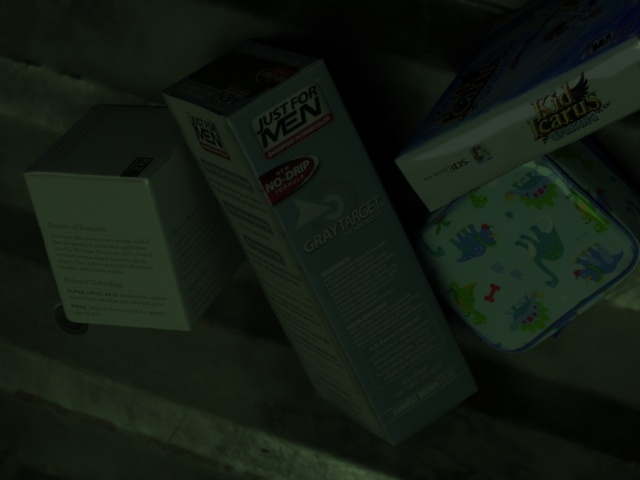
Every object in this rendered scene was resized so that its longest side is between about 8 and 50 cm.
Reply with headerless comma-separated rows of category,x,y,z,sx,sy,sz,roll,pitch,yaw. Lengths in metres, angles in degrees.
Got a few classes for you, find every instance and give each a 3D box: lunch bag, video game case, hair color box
lunch bag,0.201,-0.001,1.734,0.176,0.090,0.219,43,130,-5
video game case,0.210,-0.156,1.504,0.244,0.269,0.061,-28,106,37
hair color box,0.000,0.000,1.762,0.374,0.114,0.185,63,164,-22

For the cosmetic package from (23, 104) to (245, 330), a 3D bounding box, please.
cosmetic package,-0.185,-0.026,1.866,0.151,0.151,0.183,3,122,25
